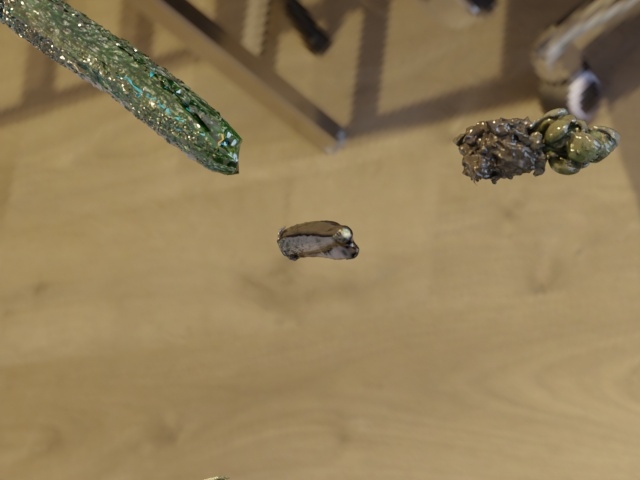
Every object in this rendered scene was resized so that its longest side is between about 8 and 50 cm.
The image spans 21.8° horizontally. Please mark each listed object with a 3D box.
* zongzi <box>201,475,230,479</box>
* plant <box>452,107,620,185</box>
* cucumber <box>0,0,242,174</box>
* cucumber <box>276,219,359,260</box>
[{"bbox_3d":[-0.154,0.276,1.274,0.205,0.204,0.094,-108,32,-46],"label":"zongzi"},{"bbox_3d":[0.221,-0.099,1.721,0.174,0.087,0.085,-3,37,22],"label":"plant"},{"bbox_3d":[-0.146,-0.122,1.188,0.256,0.044,0.043,37,70,27],"label":"cucumber"},{"bbox_3d":[0.001,-0.001,1.374,0.034,0.033,0.135,-47,18,-21],"label":"cucumber"}]
